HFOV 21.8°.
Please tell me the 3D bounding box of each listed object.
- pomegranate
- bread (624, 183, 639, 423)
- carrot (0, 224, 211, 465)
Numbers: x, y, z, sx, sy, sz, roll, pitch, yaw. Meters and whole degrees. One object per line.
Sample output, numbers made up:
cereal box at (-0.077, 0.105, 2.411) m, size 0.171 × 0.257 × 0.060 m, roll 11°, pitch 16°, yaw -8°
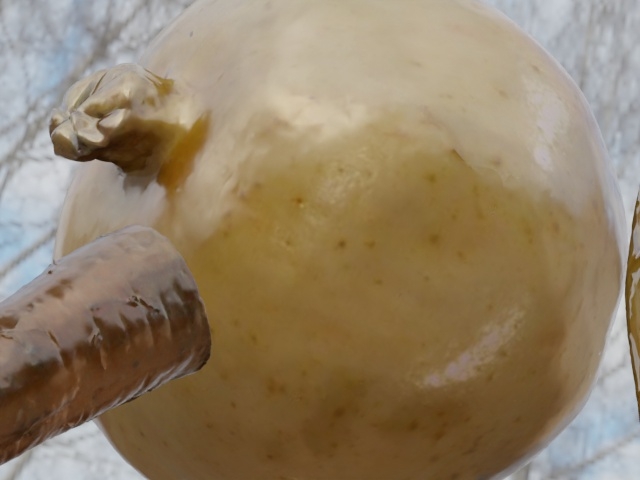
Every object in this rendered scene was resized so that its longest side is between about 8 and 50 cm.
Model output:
pomegranate at (0.000, 0.000, 1.094) m, size 0.411 × 0.411 × 0.411 m, roll 9°, pitch -29°, yaw 5°
bread at (0.165, 0.011, 0.401) m, size 0.162 × 0.262 × 0.204 m, roll 46°, pitch -35°, yaw -1°
carrot at (-0.126, 0.055, 0.491) m, size 0.057 × 0.224 × 0.057 m, roll 20°, pitch -58°, yaw 36°
